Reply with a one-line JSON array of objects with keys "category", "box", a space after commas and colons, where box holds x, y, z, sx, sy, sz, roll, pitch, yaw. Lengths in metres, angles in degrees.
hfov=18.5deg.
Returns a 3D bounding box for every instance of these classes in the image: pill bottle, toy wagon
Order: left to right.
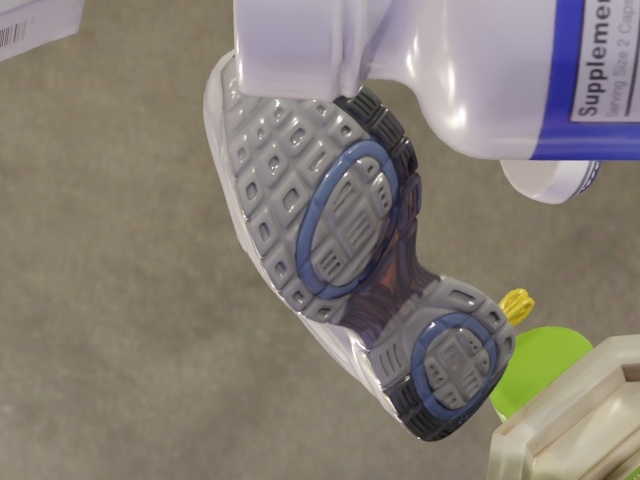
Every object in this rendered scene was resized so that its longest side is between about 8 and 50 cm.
[{"category": "toy wagon", "box": [0.219, 0.155, 1.322, 0.267, 0.344, 0.068, -39, 137, -7]}, {"category": "pill bottle", "box": [0.109, -0.100, 0.638, 0.272, 0.152, 0.152, 0, 134, 1]}]

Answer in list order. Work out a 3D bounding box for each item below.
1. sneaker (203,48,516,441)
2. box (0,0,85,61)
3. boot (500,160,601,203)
[{"category": "sneaker", "box": [0.000, 0.000, 1.098, 0.111, 0.129, 0.297, -44, 136, -14]}, {"category": "box", "box": [-0.236, -0.192, 1.198, 0.130, 0.170, 0.091, -23, 170, -17]}, {"category": "boot", "box": [0.135, -0.076, 0.975, 0.086, 0.190, 0.069, 17, 125, -16]}]
